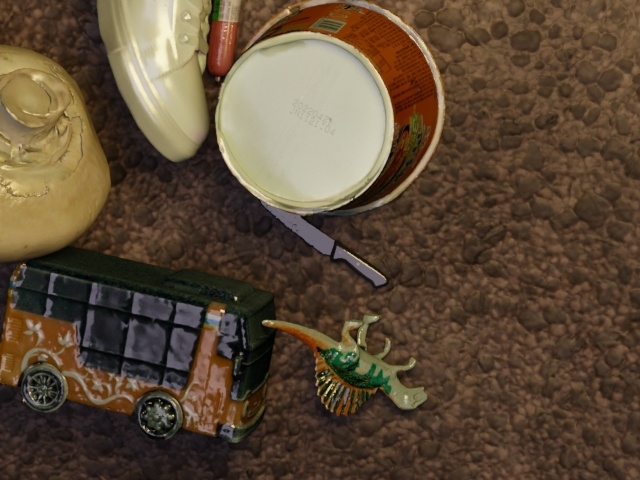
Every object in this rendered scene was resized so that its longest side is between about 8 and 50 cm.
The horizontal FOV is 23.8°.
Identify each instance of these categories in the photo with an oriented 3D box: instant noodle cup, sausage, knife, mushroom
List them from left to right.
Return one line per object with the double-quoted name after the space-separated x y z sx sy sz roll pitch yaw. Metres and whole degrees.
-0.320 -0.097 1.526 0.246 0.246 0.202 51 135 -1 "mushroom"
-0.093 -0.273 1.566 0.029 0.029 0.223 10 101 9 "sausage"
0.000 0.000 1.607 0.170 0.010 0.023 36 98 5 "knife"
0.001 -0.124 1.497 0.230 0.182 0.230 2 100 9 "instant noodle cup"

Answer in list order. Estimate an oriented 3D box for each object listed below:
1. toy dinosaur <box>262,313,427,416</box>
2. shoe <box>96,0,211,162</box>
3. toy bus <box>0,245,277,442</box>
0.026 0.132 1.581 0.187 0.044 0.106 -2 99 -28 "toy dinosaur"
-0.146 -0.269 1.526 0.160 0.132 0.363 -19 89 16 "shoe"
-0.188 0.106 1.597 0.275 0.138 0.167 13 100 10 "toy bus"
